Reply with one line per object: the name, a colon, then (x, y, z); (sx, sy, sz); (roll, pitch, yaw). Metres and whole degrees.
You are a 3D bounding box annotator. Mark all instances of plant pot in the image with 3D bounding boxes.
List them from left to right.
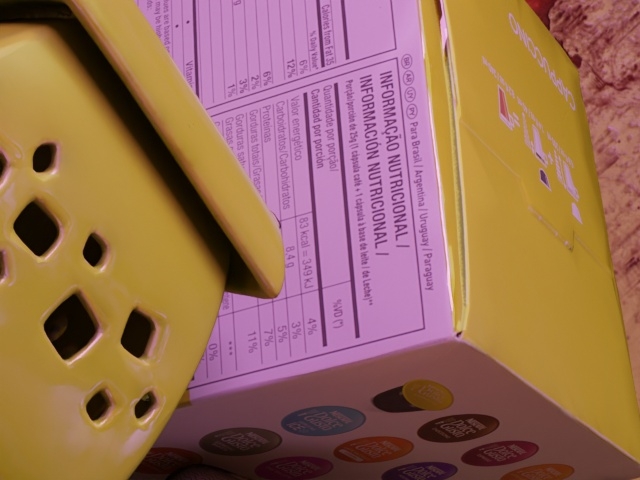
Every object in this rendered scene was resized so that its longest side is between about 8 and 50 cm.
plant pot: (-0.165, -0.009, 0.796); (0.227, 0.207, 0.228); (9, -44, 56)

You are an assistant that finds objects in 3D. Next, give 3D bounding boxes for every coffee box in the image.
coffee box: (0.000, 0.000, 1.081); (0.337, 0.334, 0.338); (36, 44, -54)

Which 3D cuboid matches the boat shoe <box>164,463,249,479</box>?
boat shoe: (0.002, 0.280, 1.013); (0.355, 0.132, 0.130); (50, -12, -17)
